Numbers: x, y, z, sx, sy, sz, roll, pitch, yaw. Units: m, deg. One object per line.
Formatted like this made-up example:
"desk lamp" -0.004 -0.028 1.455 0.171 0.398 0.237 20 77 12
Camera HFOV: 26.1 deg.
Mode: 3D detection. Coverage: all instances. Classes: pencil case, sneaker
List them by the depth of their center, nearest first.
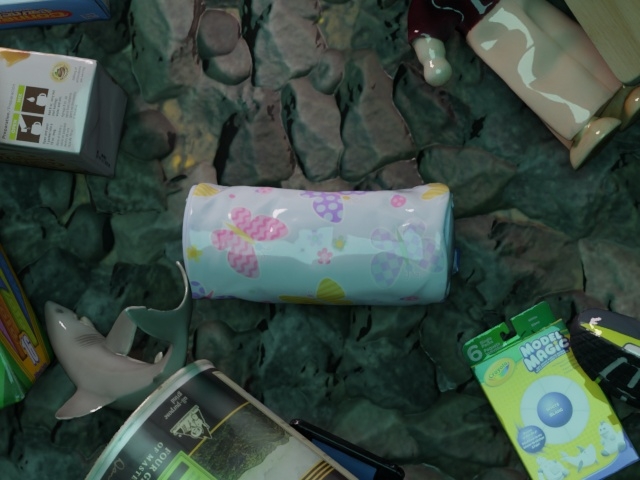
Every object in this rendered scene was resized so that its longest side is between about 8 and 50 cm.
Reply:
"sneaker" 0.382 0.105 1.311 0.300 0.111 0.121 14 64 -5
"pencil case" 0.000 0.000 1.350 0.273 0.113 0.124 -1 74 5

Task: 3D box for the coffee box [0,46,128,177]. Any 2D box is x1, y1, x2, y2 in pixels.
"coffee box" -0.334 -0.135 1.382 0.247 0.141 0.098 8 83 5

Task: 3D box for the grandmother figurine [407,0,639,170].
"grandmother figurine" 0.171 -0.225 1.377 0.208 0.104 0.342 -36 77 -28

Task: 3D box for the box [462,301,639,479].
"box" 0.222 0.157 1.347 0.105 0.043 0.179 -29 80 0

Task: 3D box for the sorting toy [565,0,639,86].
"sorting toy" 0.334 -0.313 1.302 0.255 0.089 0.257 -35 72 18

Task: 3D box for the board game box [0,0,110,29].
"board game box" -0.384 -0.373 1.445 0.308 0.086 0.301 -4 83 4

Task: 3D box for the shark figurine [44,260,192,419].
"shark figurine" -0.194 0.129 1.293 0.116 0.278 0.166 -25 96 -35

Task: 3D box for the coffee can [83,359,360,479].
"coffee can" -0.059 0.268 1.248 0.275 0.201 0.201 36 87 14

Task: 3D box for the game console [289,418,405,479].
"game console" 0.008 0.245 1.341 0.122 0.107 0.071 24 57 7

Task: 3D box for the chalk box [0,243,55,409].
"chalk box" -0.405 0.040 1.312 0.180 0.179 0.288 -26 97 2
